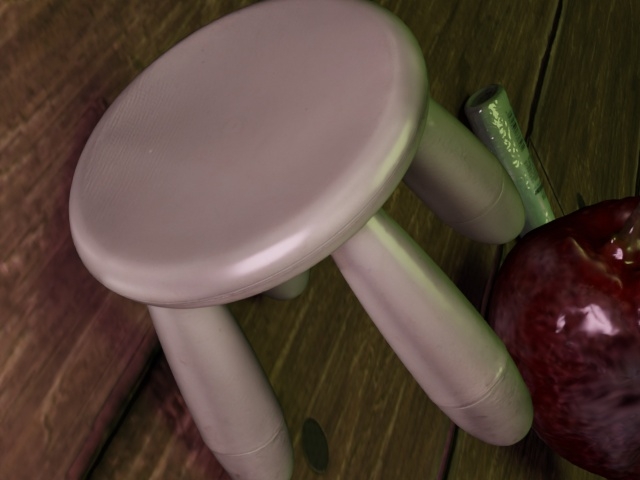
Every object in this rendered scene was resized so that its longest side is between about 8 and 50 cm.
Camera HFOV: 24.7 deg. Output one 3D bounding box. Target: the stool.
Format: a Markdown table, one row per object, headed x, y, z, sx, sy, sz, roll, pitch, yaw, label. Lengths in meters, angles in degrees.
| x | y | z | sx | sy | sz | roll | pitch | yaw | label |
| --- | --- | --- | --- | --- | --- | --- | --- | --- | --- |
| 0.000 | 0.000 | 0.770 | 0.199 | 0.195 | 0.195 | 52 | 30 | -42 | stool |

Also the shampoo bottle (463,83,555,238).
| x | y | z | sx | sy | sz | roll | pitch | yaw | label |
| --- | --- | --- | --- | --- | --- | --- | --- | --- | --- |
| 0.193 | -0.055 | 1.413 | 0.191 | 0.041 | 0.069 | 65 | 19 | -17 | shampoo bottle |

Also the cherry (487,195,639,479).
| x | y | z | sx | sy | sz | roll | pitch | yaw | label |
| --- | --- | --- | --- | --- | --- | --- | --- | --- | --- |
| 0.260 | 0.085 | 1.236 | 0.203 | 0.230 | 0.300 | -112 | -172 | -60 | cherry |
